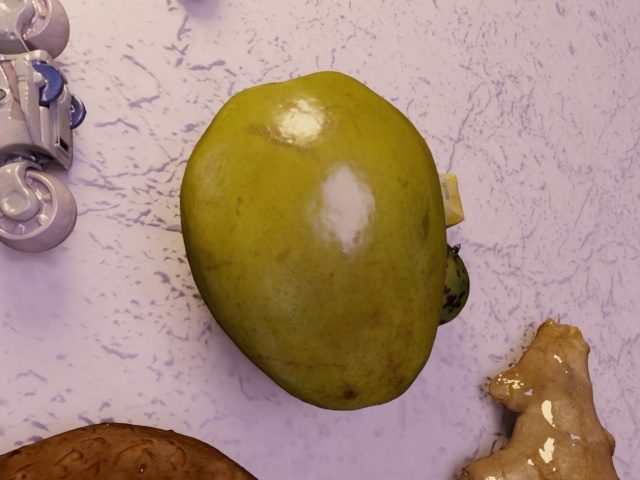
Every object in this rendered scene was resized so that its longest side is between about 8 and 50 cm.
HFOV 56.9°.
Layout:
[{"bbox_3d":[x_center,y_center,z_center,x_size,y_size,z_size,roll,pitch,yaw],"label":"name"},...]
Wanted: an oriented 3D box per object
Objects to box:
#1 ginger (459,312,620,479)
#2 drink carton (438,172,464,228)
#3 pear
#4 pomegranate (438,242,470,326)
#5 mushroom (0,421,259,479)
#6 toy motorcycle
[{"bbox_3d":[0.274,0.292,0.754,0.236,0.166,0.376,-11,54,3],"label":"ginger"},{"bbox_3d":[0.079,-0.049,0.725,0.199,0.074,0.084,-1,77,-31],"label":"drink carton"},{"bbox_3d":[0.000,0.000,0.567,0.252,0.252,0.307,-27,102,-32],"label":"pear"},{"bbox_3d":[0.104,0.058,0.701,0.161,0.122,0.122,-41,101,5],"label":"pomegranate"},{"bbox_3d":[-0.165,0.288,0.404,0.345,0.239,0.345,25,33,-17],"label":"mushroom"},{"bbox_3d":[-0.276,-0.113,0.534,0.112,0.112,0.255,0,77,-30],"label":"toy motorcycle"}]
